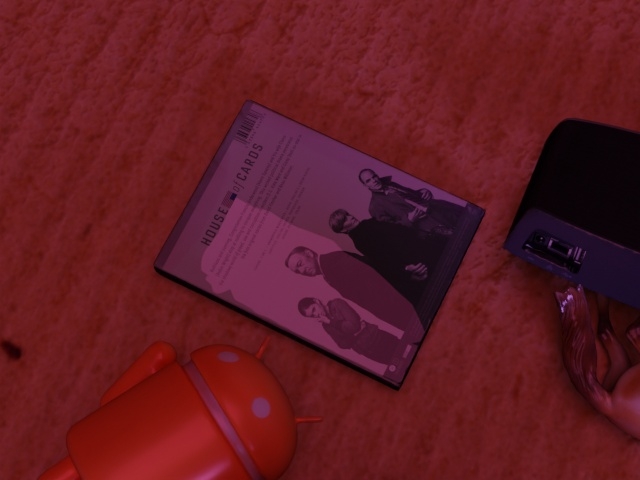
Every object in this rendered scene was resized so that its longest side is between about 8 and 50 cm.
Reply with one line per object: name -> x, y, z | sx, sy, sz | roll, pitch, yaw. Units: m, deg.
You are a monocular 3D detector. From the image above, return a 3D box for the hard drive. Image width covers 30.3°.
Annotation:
hard drive -> 0.298, -0.012, 0.994 | 0.254, 0.054, 0.172 | 21, 49, 10

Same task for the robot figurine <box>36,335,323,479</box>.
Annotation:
robot figurine -> -0.113, 0.165, 0.936 | 0.219, 0.158, 0.128 | -31, 109, -8

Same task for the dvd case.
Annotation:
dvd case -> 0.000, 0.000, 1.038 | 0.238, 0.029, 0.179 | 26, 75, 9

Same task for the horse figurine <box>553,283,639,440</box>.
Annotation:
horse figurine -> 0.312, 0.116, 0.982 | 0.263, 0.066, 0.174 | 12, 67, 2
